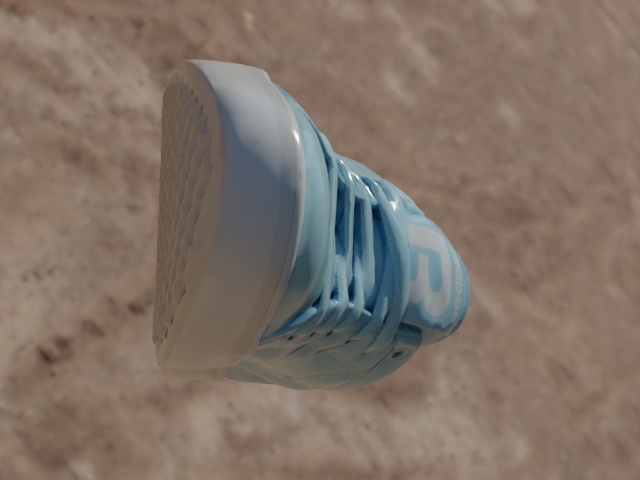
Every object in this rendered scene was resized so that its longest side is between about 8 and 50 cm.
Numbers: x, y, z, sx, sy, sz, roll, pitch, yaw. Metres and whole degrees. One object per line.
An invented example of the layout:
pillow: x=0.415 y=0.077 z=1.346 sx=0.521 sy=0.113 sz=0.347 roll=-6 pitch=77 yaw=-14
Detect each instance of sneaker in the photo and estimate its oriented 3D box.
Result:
sneaker: x=0.000 y=0.000 z=0.835 sx=0.366 sy=0.150 sz=0.135 roll=129 pitch=-38 yaw=-83
